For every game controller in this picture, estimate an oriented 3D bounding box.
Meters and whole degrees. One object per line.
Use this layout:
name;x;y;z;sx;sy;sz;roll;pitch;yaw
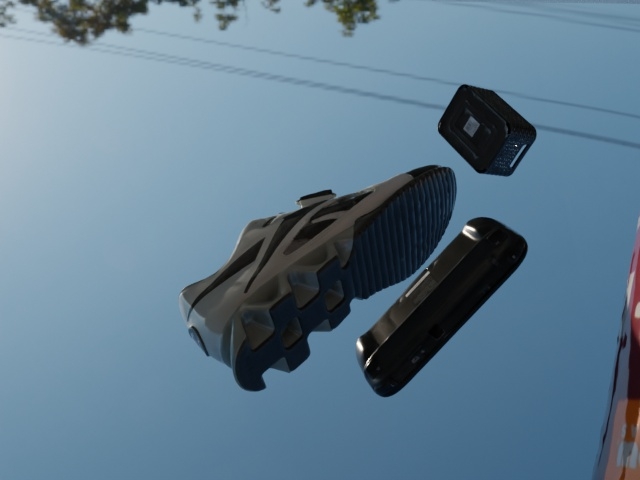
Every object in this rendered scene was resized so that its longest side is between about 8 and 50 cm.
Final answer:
game controller;0.176;0.095;1.095;0.067;0.319;0.166;42;-175;-11

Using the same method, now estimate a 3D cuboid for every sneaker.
sneaker;0.000;0.000;0.731;0.331;0.122;0.146;-33;-135;-28

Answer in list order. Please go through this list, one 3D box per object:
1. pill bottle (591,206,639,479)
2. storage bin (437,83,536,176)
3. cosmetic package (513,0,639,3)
pill bottle;0.269;0.083;0.370;0.224;0.224;0.391;12;-105;14
storage bin;0.342;-0.228;1.488;0.084;0.122;0.180;1;-140;-37
cosmetic package;0.153;-0.295;0.696;0.285;0.097;0.377;-7;-161;-36
